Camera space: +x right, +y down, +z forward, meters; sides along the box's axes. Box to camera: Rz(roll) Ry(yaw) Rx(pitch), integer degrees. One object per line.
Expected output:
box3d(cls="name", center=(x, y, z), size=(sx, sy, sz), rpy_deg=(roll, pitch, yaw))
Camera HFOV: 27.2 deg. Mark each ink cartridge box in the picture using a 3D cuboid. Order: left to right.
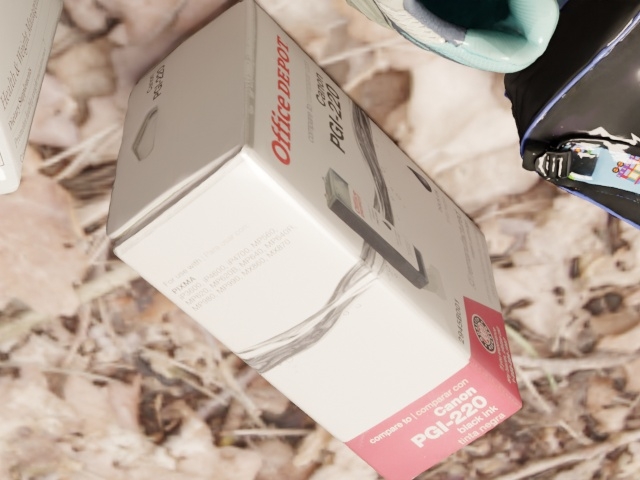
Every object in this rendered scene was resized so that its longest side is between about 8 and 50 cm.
box3d(cls="ink cartridge box", center=(0.000, 0.000, 0.699), size=(0.092, 0.158, 0.218), rpy_deg=(-37, 120, 22))

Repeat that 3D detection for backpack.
box3d(cls="backpack", center=(0.201, -0.075, 0.684), size=(0.173, 0.117, 0.158), rpy_deg=(29, 118, -21))

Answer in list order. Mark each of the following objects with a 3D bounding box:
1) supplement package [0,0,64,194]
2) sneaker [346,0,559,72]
box3d(cls="supplement package", center=(-0.212, -0.145, 0.561), size=(0.149, 0.194, 0.203), rpy_deg=(-9, 126, 2))
box3d(cls="sneaker", center=(0.025, -0.171, 0.559), size=(0.110, 0.122, 0.283), rpy_deg=(-47, 138, 5))
